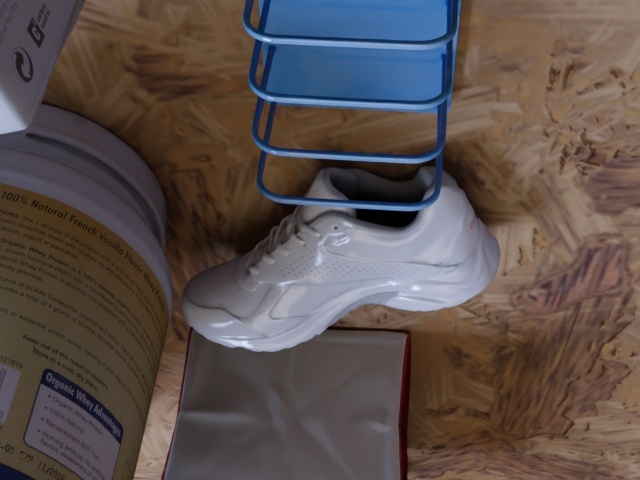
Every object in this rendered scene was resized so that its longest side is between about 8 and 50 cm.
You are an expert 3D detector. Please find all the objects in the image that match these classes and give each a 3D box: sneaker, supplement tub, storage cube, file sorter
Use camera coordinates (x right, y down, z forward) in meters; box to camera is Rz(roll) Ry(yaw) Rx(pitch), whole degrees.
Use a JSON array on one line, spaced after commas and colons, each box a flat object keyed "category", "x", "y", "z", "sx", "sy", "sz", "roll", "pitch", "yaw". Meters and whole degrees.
[{"category": "sneaker", "x": 0.000, "y": 0.000, "z": 0.739, "sx": 0.232, "sy": 0.090, "sz": 0.115, "roll": -17, "pitch": 128, "yaw": 13}, {"category": "supplement tub", "x": -0.220, "y": 0.084, "z": 0.677, "sx": 0.228, "sy": 0.316, "sz": 0.228, "roll": 4, "pitch": 138, "yaw": 4}, {"category": "storage cube", "x": -0.023, "y": 0.200, "z": 0.883, "sx": 0.214, "sy": 0.184, "sz": 0.193, "roll": 3, "pitch": 138, "yaw": 5}, {"category": "file sorter", "x": 0.018, "y": -0.109, "z": 0.585, "sx": 0.118, "sy": 0.105, "sz": 0.170, "roll": 4, "pitch": 139, "yaw": 5}]

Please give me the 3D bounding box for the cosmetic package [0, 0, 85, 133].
[{"category": "cosmetic package", "x": -0.297, "y": -0.213, "z": 0.477, "sx": 0.217, "sy": 0.156, "sz": 0.385, "roll": -8, "pitch": 136, "yaw": 17}]
